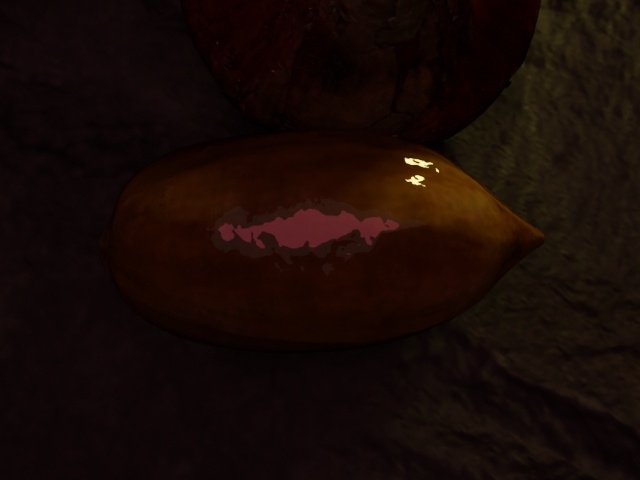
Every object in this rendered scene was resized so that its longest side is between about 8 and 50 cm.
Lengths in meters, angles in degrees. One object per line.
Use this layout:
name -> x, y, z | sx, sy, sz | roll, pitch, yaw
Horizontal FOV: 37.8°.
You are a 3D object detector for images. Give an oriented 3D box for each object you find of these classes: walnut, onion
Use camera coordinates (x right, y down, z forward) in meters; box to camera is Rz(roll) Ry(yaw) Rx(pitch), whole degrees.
walnut -> 0.000, 0.000, 0.439 | 0.207, 0.116, 0.115 | -3, 81, 6
onion -> 0.021, -0.128, 0.444 | 0.184, 0.147, 0.183 | 0, 94, -5
